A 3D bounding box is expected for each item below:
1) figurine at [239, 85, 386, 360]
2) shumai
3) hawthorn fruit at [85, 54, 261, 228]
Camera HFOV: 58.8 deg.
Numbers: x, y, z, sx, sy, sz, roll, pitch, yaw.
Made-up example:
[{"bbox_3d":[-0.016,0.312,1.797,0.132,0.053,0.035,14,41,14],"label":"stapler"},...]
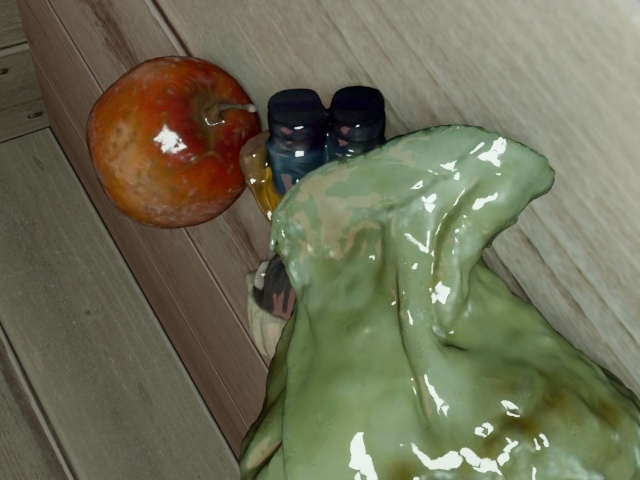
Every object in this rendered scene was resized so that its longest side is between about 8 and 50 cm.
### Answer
[{"bbox_3d":[0.001,0.016,0.615,0.332,0.185,0.205,92,177,-53],"label":"figurine"},{"bbox_3d":[0.047,0.081,0.426,0.292,0.329,0.289,-113,-2,-62],"label":"shumai"},{"bbox_3d":[-0.188,-0.146,0.795,0.235,0.262,0.231,62,-168,22],"label":"hawthorn fruit"}]
